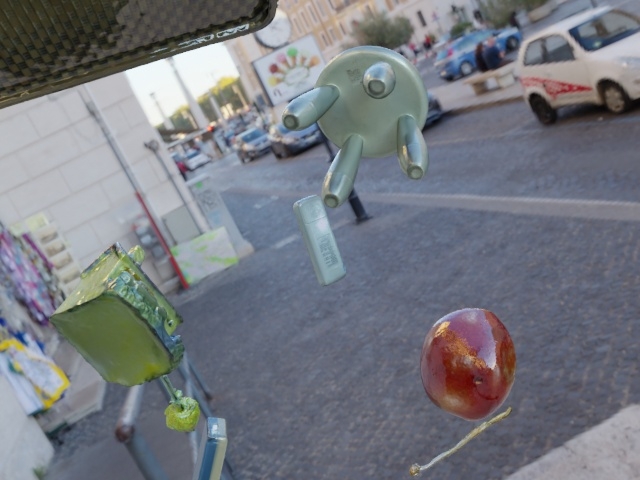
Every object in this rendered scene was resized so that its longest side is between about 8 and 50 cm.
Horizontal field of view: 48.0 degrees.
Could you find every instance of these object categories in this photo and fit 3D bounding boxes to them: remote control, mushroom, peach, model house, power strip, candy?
[{"bbox_3d":[0.000,0.000,0.985,0.018,0.124,0.053,-12,10,46],"label":"remote control"},{"bbox_3d":[0.275,0.379,1.362,0.286,0.026,0.028,-20,32,-32],"label":"mushroom"},{"bbox_3d":[0.320,0.261,1.547,0.199,0.243,0.243,6,7,-10],"label":"peach"},{"bbox_3d":[-0.318,0.114,1.262,0.170,0.194,0.211,-26,25,24],"label":"model house"},{"bbox_3d":[-0.157,0.315,1.019,0.032,0.123,0.056,10,15,-15],"label":"power strip"},{"bbox_3d":[-0.310,0.339,1.536,0.073,0.262,0.077,17,58,14],"label":"candy"}]

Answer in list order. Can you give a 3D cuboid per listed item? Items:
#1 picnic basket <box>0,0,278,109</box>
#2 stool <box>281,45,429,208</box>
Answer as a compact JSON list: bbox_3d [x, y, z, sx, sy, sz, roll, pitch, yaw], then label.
[{"bbox_3d":[-0.156,-0.191,0.413,0.266,0.139,0.165,-19,-13,-9],"label":"picnic basket"},{"bbox_3d":[0.069,-0.188,1.133,0.195,0.195,0.199,-19,24,21],"label":"stool"}]
